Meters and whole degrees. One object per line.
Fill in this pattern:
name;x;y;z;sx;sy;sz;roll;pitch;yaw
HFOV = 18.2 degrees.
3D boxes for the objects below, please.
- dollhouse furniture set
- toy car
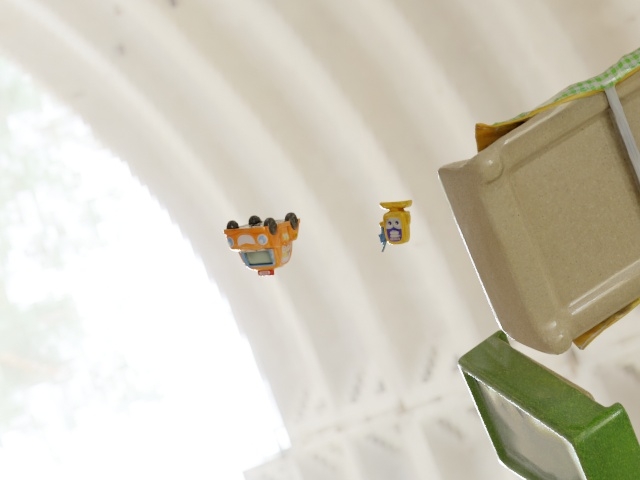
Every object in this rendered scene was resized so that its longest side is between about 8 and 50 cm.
dollhouse furniture set;0.185;0.008;1.314;0.151;0.197;0.302;33;-29;60
toy car;0.000;0.000;1.319;0.060;0.122;0.041;-34;119;-80
